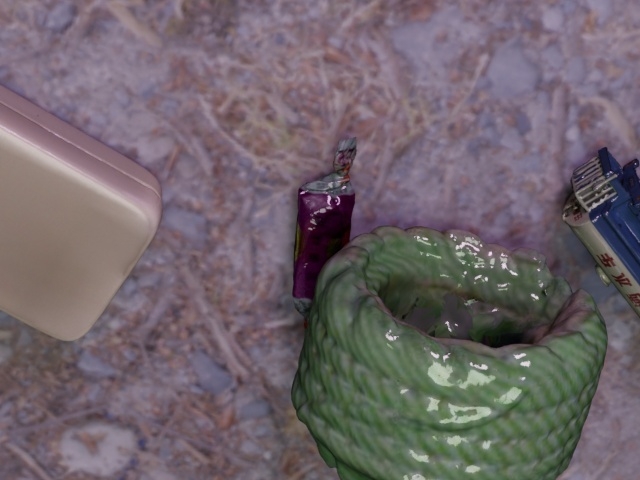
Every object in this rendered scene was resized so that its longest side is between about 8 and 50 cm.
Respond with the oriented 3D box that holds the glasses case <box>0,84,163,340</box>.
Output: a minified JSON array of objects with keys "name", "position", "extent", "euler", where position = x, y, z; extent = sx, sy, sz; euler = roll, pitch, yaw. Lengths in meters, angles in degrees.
[{"name":"glasses case","position":[-0.272,-0.056,1.121],"extent":[0.313,0.070,0.131],"euler":[31,110,-16]}]

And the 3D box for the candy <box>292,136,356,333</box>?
[{"name":"candy","position":[0.000,0.000,1.177],"extent":[0.043,0.045,0.175],"euler":[8,115,-1]}]

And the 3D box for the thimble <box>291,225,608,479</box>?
[{"name":"thimble","position":[0.092,0.092,1.139],"extent":[0.219,0.219,0.150],"euler":[8,116,-7]}]

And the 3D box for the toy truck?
[{"name":"toy truck","position":[0.258,0.021,1.184],"extent":[0.088,0.074,0.201],"euler":[-34,112,17]}]
